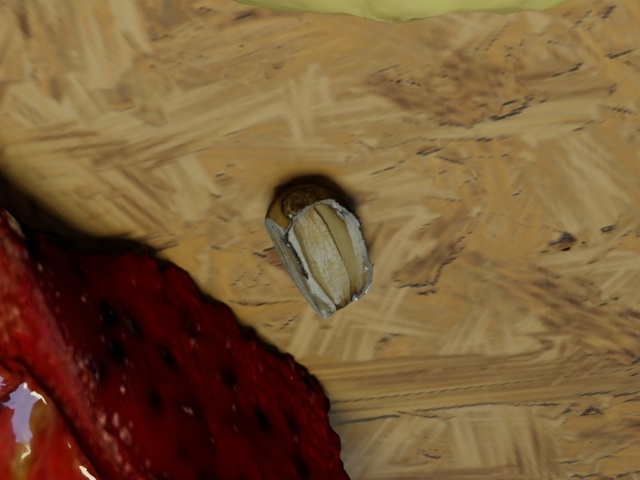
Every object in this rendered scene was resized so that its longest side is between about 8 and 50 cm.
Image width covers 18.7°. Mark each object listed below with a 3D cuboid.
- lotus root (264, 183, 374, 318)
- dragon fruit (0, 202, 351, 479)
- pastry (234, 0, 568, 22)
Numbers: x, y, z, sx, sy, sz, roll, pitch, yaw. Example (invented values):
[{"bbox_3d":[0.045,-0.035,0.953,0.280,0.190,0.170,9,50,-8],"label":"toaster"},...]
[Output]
[{"bbox_3d":[-0.002,-0.001,0.892,0.037,0.030,0.083,-38,145,-10],"label":"lotus root"},{"bbox_3d":[-0.166,0.128,0.880,0.286,0.228,0.329,-18,143,18],"label":"dragon fruit"},{"bbox_3d":[0.026,-0.227,0.318,0.313,0.388,0.388,0,146,23],"label":"pastry"}]
